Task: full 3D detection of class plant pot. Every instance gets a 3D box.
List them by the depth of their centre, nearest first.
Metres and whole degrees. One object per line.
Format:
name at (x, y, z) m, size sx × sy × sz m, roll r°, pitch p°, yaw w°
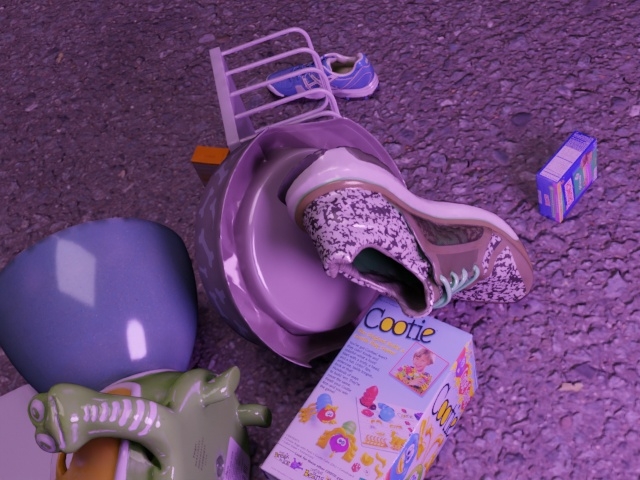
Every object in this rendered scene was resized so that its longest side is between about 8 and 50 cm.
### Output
plant pot at (-0.288, 0.136, 1.184) m, size 0.290 × 0.290 × 0.195 m, roll -26°, pitch 59°, yaw -6°

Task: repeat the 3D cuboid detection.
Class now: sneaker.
sneaker at (0.126, 0.040, 1.114) m, size 0.158 × 0.410 × 0.182 m, roll -43°, pitch 40°, yaw 36°
sneaker at (-0.001, -0.305, 1.569) m, size 0.211 × 0.081 × 0.080 m, roll -3°, pitch 54°, yaw 14°

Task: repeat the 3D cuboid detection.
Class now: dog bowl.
dog bowl at (-0.020, 0.000, 1.191) m, size 0.102 × 0.349 × 0.349 m, roll -3°, pitch 46°, yaw 49°

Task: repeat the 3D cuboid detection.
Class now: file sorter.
file sorter at (-0.055, -0.191, 1.397) m, size 0.173 × 0.193 × 0.277 m, roll -19°, pitch 43°, yaw 2°

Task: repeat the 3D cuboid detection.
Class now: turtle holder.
turtle holder at (-0.206, 0.276, 1.025) m, size 0.227 × 0.320 × 0.243 m, roll -4°, pitch 87°, yaw 15°

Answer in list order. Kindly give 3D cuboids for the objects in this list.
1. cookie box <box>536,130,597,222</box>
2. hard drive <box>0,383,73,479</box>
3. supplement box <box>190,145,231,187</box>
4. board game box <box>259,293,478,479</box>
cookie box at (0.375, -0.096, 1.305) m, size 0.040 × 0.092 × 0.107 m, roll 30°, pitch 66°, yaw 35°
hard drive at (-0.414, 0.363, 1.143) m, size 0.233 × 0.047 × 0.353 m, roll -26°, pitch 48°, yaw -30°
supplement box at (-0.172, -0.116, 1.455) m, size 0.062 × 0.098 × 0.036 m, roll 7°, pitch 59°, yaw 18°
board game box at (0.072, 0.234, 1.095) m, size 0.144 × 0.142 × 0.275 m, roll 23°, pitch 62°, yaw 29°
